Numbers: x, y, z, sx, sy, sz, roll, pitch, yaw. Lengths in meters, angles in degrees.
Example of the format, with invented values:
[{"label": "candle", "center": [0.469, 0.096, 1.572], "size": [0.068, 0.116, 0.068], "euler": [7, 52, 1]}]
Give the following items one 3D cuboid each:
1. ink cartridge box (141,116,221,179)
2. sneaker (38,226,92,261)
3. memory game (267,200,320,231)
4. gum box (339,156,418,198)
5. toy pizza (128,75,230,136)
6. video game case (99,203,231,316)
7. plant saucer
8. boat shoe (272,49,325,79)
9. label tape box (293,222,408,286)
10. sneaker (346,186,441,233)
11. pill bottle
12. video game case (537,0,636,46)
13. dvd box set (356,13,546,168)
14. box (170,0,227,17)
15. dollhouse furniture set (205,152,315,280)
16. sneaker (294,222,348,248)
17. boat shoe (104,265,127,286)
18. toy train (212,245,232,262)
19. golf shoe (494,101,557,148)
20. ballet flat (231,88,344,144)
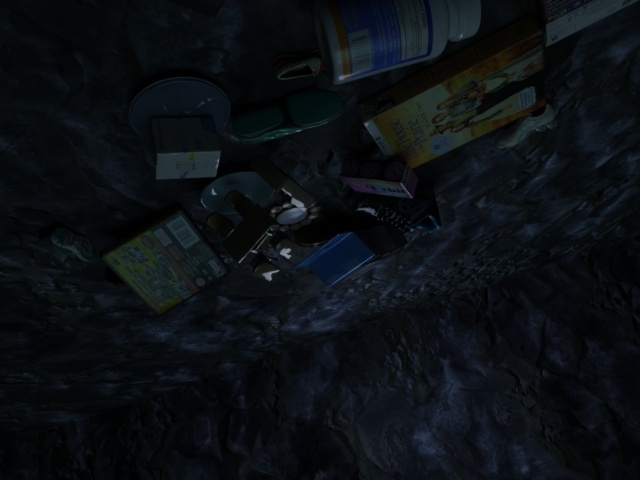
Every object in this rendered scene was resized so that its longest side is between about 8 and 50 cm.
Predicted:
[{"label": "ink cartridge box", "center": [-0.286, -0.187, 1.070], "size": [0.143, 0.092, 0.090], "euler": [-5, 153, -21]}, {"label": "sneaker", "center": [-0.665, 0.011, 1.377], "size": [0.076, 0.064, 0.166], "euler": [-4, 154, 12]}, {"label": "memory game", "center": [-0.089, -0.077, 1.602], "size": [0.186, 0.012, 0.186], "euler": [-14, 155, -7]}, {"label": "gum box", "center": [0.152, -0.170, 1.409], "size": [0.189, 0.062, 0.107], "euler": [10, 167, 30]}, {"label": "toy pizza", "center": [-0.284, -0.262, 1.067], "size": [0.201, 0.032, 0.201], "euler": [-14, 154, -7]}, {"label": "video game case", "center": [-0.421, 0.063, 1.462], "size": [0.248, 0.035, 0.274], "euler": [-31, 131, -3]}, {"label": "plant saucer", "center": [-0.216, -0.135, 1.368], "size": [0.195, 0.037, 0.195], "euler": [-14, 156, -6]}, {"label": "boat shoe", "center": [-0.027, -0.346, 1.046], "size": [0.137, 0.043, 0.049], "euler": [-11, 153, -17]}, {"label": "label tape box", "center": [0.109, 0.053, 1.790], "size": [0.241, 0.105, 0.334], "euler": [-38, 165, 37]}, {"label": "sneaker", "center": [0.240, -0.098, 1.621], "size": [0.341, 0.139, 0.125], "euler": [0, 152, -30]}, {"label": "pill bottle", "center": [0.133, -0.386, 0.936], "size": [0.272, 0.152, 0.152], "euler": [-17, 155, -3]}, {"label": "video game case", "center": [0.555, -0.520, 1.058], "size": [0.232, 0.041, 0.210], "euler": [-25, 154, 16]}, {"label": "dvd box set", "center": [0.330, -0.330, 1.286], "size": [0.421, 0.062, 0.308], "euler": [-24, 154, 15]}, {"label": "box", "center": [-0.197, -0.460, 0.667], "size": [0.296, 0.073, 0.293], "euler": [6, 148, -42]}, {"label": "dollhouse furniture set", "center": [-0.153, -0.063, 1.279], "size": [0.242, 0.212, 0.161], "euler": [-49, 152, 4]}, {"label": "sneaker", "center": [0.000, 0.000, 1.753], "size": [0.186, 0.069, 0.084], "euler": [-9, 149, -16]}, {"label": "boat shoe", "center": [-0.471, 0.075, 1.553], "size": [0.308, 0.110, 0.104], "euler": [-17, 154, -1]}, {"label": "toy train", "center": [-0.371, 0.063, 1.677], "size": [0.166, 0.046, 0.125], "euler": [-22, 156, 17]}, {"label": "golf shoe", "center": [0.563, -0.326, 1.469], "size": [0.176, 0.069, 0.086], "euler": [-28, 133, 17]}, {"label": "ballet flat", "center": [-0.072, -0.270, 1.153], "size": [0.248, 0.083, 0.087], "euler": [-16, 180, -3]}]
